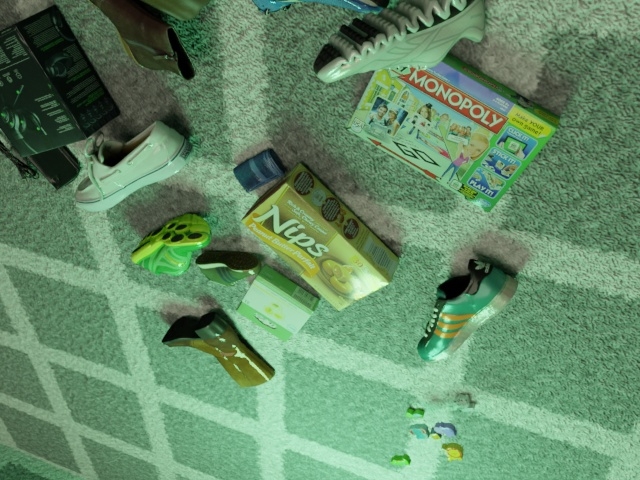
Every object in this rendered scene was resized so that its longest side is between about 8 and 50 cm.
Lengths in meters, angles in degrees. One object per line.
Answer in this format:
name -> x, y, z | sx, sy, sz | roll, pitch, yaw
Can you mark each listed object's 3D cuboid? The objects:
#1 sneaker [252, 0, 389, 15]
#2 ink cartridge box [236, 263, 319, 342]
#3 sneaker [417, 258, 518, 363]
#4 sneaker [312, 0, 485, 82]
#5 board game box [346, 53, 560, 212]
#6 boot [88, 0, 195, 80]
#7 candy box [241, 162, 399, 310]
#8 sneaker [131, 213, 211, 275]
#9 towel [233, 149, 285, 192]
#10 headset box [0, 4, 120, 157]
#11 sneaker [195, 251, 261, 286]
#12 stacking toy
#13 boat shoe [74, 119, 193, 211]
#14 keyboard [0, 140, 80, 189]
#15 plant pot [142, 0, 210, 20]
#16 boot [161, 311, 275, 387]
sneaker -> -0.041, -0.447, 1.008 | 0.329, 0.130, 0.147 | 22, 157, 1
ink cartridge box -> -0.126, 0.186, 1.605 | 0.171, 0.056, 0.235 | 33, 132, -2
sneaker -> 0.287, 0.150, 1.334 | 0.121, 0.108, 0.302 | 35, 126, -2
sneaker -> 0.130, -0.309, 0.956 | 0.292, 0.110, 0.118 | -26, 130, 2
board game box -> 0.228, -0.211, 1.100 | 0.317, 0.046, 0.213 | 30, 135, 2
boot -> -0.339, -0.428, 1.146 | 0.206, 0.090, 0.248 | 28, 153, 34
candy box -> 0.000, 0.000, 1.360 | 0.316, 0.088, 0.183 | 44, 134, -12
sneaker -> -0.363, 0.018, 1.565 | 0.295, 0.109, 0.123 | -17, 129, 42
towel -> -0.137, -0.153, 1.346 | 0.119, 0.029, 0.067 | -21, 114, 38
headset box -> -0.629, -0.339, 1.373 | 0.246, 0.131, 0.283 | -8, 122, 31
sneaker -> -0.224, 0.079, 1.564 | 0.192, 0.064, 0.086 | 4, 134, 27
stacking toy -> 0.284, 0.485, 1.563 | 0.221, 0.167, 0.052 | -23, 114, 39
boat shoe -> -0.473, -0.183, 1.396 | 0.367, 0.136, 0.156 | -16, 136, 33
keyboard -> -0.771, -0.264, 1.579 | 0.201, 0.033, 0.317 | -24, 112, 32
plant pot -> -0.273, -0.470, 1.037 | 0.167, 0.167, 0.165 | -13, 161, 34
boot -> -0.307, 0.337, 1.823 | 0.264, 0.096, 0.280 | -22, 122, 30
